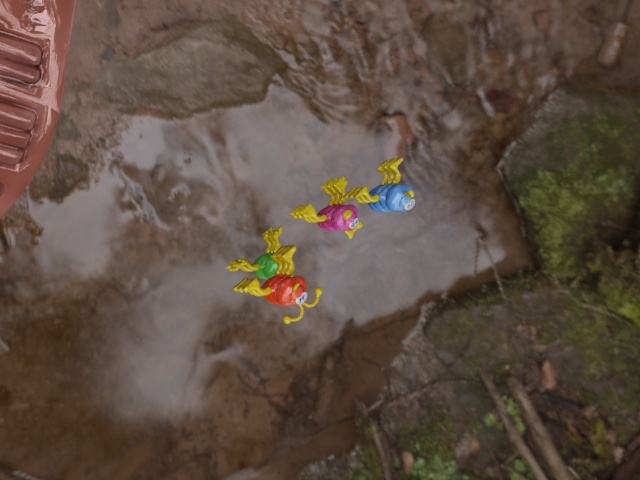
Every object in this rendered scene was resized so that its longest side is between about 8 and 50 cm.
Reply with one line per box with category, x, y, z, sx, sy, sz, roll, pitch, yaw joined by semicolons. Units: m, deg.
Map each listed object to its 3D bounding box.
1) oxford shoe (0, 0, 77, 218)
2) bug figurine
oxford shoe;-0.187;-0.126;0.419;0.140;0.146;0.397;22;113;-37
bug figurine;0.000;0.000;1.175;0.279;0.216;0.072;-40;108;-17
